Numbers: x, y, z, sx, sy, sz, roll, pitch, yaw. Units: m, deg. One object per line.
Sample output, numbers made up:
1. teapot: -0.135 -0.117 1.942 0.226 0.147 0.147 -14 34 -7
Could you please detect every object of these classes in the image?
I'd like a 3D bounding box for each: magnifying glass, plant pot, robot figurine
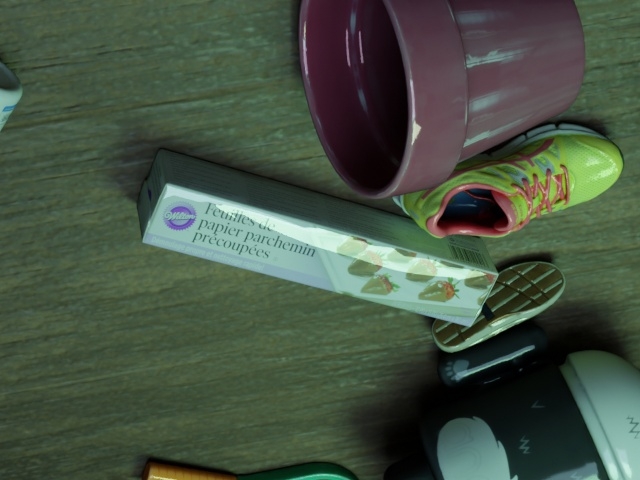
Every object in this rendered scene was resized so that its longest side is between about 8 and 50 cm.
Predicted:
1. magnifying glass: -0.063 0.250 1.659 0.231 0.026 0.092 14 118 -19
2. plant pot: 0.103 -0.147 1.356 0.180 0.201 0.201 -14 125 -22
3. robot figurine: 0.200 0.213 1.608 0.278 0.173 0.209 -24 130 3

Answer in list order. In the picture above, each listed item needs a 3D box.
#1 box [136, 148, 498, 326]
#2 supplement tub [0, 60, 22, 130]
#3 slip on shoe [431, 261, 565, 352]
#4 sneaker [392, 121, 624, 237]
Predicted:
1. box: 0.000 0.000 1.491 0.324 0.067 0.063 15 117 -21
2. supplement tub: -0.294 -0.097 1.362 0.071 0.071 0.107 26 113 -25
3. slip on shoe: 0.167 0.064 1.584 0.135 0.051 0.041 -32 163 -1
4. sneaker: 0.172 -0.040 1.485 0.208 0.094 0.081 -13 122 -6
